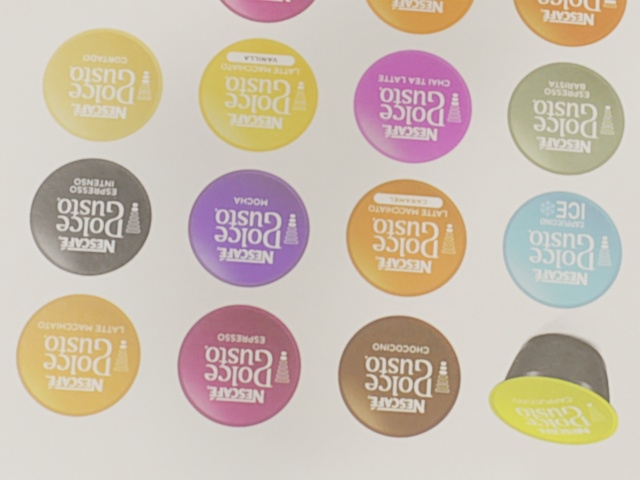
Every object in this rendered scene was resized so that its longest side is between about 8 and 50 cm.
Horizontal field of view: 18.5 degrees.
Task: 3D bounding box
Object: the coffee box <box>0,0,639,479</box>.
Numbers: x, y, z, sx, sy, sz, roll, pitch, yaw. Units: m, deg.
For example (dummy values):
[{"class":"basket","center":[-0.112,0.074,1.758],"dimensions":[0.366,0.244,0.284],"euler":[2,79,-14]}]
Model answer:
[{"class":"coffee box","center":[0.000,0.000,0.982],"dimensions":[0.337,0.334,0.338],"euler":[4,-15,-2]}]
